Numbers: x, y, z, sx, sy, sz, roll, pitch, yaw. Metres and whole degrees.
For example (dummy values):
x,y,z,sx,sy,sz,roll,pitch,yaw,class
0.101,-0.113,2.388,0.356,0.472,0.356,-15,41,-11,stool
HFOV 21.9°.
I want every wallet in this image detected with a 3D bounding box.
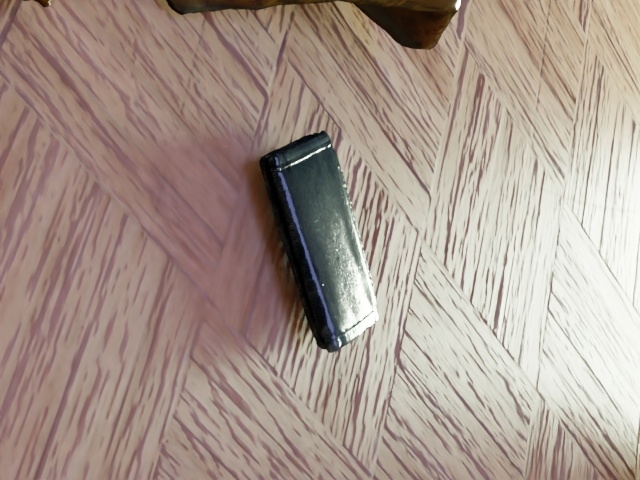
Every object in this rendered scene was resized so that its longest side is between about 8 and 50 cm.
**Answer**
x,y,z,sx,sy,sz,roll,pitch,yaw,class
0.000,0.000,1.037,0.088,0.026,0.129,-31,106,-62,wallet

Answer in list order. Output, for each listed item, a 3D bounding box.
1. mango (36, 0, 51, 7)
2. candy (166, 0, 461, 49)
x,y,z,sx,sy,sz,roll,pitch,yaw,class
-0.101,-0.223,0.849,0.154,0.126,0.252,67,29,-41,mango
0.004,-0.200,1.039,0.271,0.101,0.143,0,104,-53,candy
